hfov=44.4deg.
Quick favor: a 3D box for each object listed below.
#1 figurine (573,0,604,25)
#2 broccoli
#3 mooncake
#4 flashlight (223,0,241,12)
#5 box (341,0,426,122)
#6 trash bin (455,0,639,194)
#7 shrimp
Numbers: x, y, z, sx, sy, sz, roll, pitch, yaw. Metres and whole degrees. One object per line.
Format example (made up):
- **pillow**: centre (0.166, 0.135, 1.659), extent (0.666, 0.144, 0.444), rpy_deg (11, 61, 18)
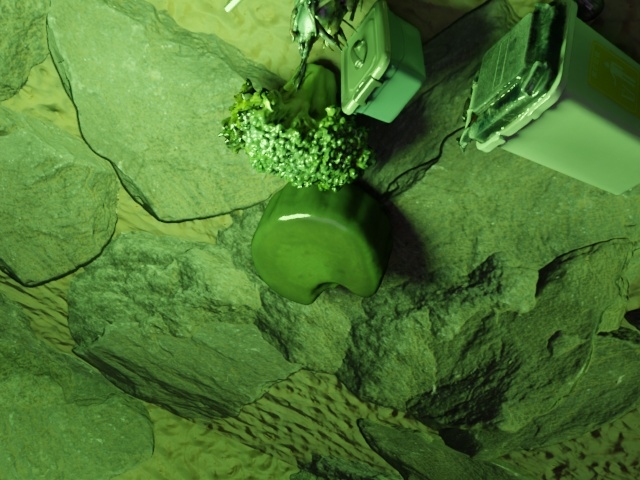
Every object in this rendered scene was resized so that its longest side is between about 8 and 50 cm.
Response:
- **figurine**: centre (0.473, -0.458, 1.478), extent (0.129, 0.054, 0.072), rpy_deg (31, 140, -8)
- **broccoli**: centre (-0.049, -0.222, 1.710), extent (0.334, 0.272, 0.324), rpy_deg (18, 140, -11)
- **mooncake**: centre (0.000, 0.000, 1.949), extent (0.351, 0.187, 0.351), rpy_deg (11, 136, 10)
- **flashlight**: centre (-0.172, -0.515, 1.661), extent (0.018, 0.018, 0.083), rpy_deg (43, 129, -18)
- **box**: centre (0.119, -0.356, 1.576), extent (0.130, 0.227, 0.162), rpy_deg (22, 135, -21)
- **trash bin**: centre (0.486, -0.250, 1.530), extent (0.367, 0.256, 0.296), rpy_deg (24, 149, -16)
- **shrimp**: centre (0.009, -0.465, 1.496), extent (0.137, 0.172, 0.372), rpy_deg (11, 103, 15)
